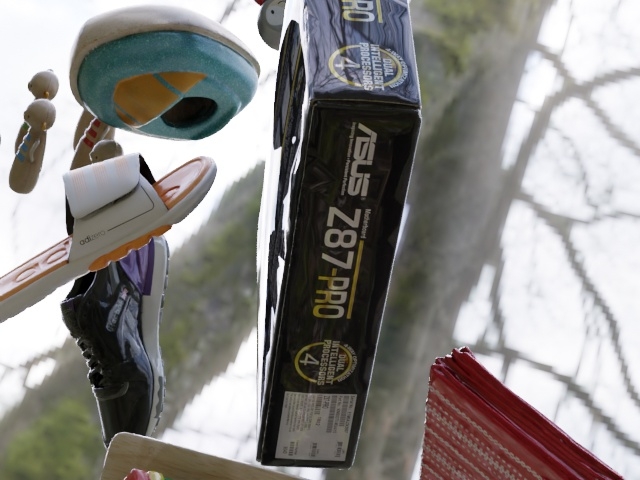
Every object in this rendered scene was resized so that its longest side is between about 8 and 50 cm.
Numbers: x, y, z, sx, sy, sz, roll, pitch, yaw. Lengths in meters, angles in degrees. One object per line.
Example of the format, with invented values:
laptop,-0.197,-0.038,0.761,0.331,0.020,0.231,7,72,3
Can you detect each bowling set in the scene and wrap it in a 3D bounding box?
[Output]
bowling set,-0.344,-0.144,2.410,0.200,0.287,0.154,13,-65,-17

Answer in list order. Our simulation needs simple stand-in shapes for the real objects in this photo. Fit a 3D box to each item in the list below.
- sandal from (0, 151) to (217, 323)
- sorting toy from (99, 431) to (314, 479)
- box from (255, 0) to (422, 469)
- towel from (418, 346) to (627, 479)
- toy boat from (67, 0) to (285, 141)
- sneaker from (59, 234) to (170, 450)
sandal,-0.210,-0.014,1.622,0.076,0.265,0.102,61,-7,-18
sorting toy,-0.074,0.258,1.148,0.257,0.255,0.089,10,-9,34
box,0.004,-0.052,1.618,0.097,0.318,0.395,3,-50,-7
towel,0.155,0.207,1.435,0.199,0.031,0.275,39,-26,22
toy boat,-0.141,-0.217,2.244,0.318,0.148,0.267,-36,-31,30
sneaker,-0.262,0.117,2.287,0.124,0.283,0.107,11,-19,-37
